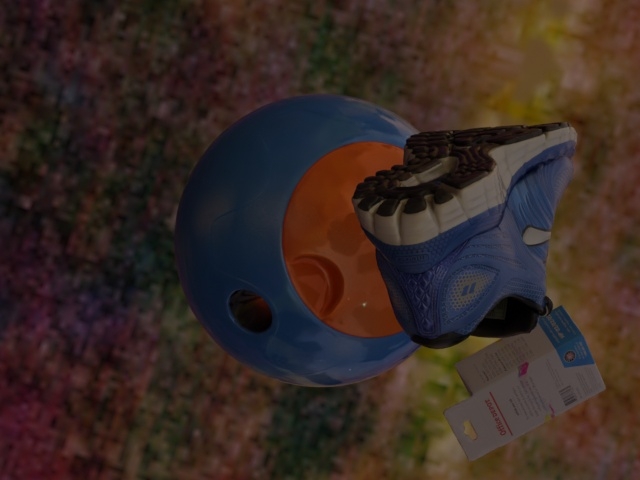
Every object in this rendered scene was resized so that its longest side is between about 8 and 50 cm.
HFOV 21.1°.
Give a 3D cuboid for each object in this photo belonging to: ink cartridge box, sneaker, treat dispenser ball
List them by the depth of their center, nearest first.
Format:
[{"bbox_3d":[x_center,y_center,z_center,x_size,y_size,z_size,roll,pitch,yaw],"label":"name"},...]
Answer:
[{"bbox_3d":[0.118,-0.005,1.325,0.330,0.130,0.147,-34,119,-60],"label":"sneaker"},{"bbox_3d":[0.000,0.000,1.692,0.288,0.288,0.288,17,90,-85],"label":"treat dispenser ball"},{"bbox_3d":[0.225,0.166,1.984,0.104,0.181,0.061,61,0,-40],"label":"ink cartridge box"}]
